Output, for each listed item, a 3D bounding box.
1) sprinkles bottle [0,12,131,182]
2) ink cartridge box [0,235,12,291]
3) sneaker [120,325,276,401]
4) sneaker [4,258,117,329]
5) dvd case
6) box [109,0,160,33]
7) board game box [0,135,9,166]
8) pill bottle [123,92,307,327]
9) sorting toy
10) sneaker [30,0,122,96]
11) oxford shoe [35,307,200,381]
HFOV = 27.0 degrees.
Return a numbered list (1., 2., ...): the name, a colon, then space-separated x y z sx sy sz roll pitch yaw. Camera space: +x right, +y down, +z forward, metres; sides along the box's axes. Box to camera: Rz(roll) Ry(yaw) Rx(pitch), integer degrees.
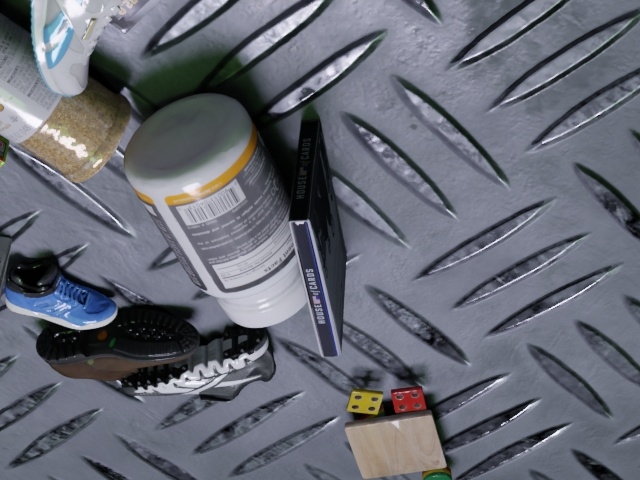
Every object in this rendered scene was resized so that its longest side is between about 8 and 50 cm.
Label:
1. sprinkles bottle: -0.382 -0.202 1.479 0.355 0.121 0.121 34 125 -29
2. ink cartridge box: -0.489 0.083 1.751 0.128 0.127 0.176 12 132 -11
3. sneaker: -0.167 0.194 1.896 0.234 0.078 0.106 -17 129 13
4. sneaker: -0.346 0.069 1.785 0.152 0.058 0.084 13 142 -4
5. dvd case: 0.000 0.000 1.638 0.030 0.179 0.238 -3 134 8
6. box: -0.200 -0.347 1.384 0.183 0.056 0.231 34 126 -29
7. board game box: -0.478 -0.129 1.603 0.181 0.043 0.092 34 124 -30
8. pill bottle: -0.112 -0.030 1.622 0.162 0.162 0.278 -15 133 14
9. sorting toy: 0.112 0.291 2.014 0.132 0.046 0.274 -10 134 10
10. sneaker: -0.251 -0.241 1.388 0.092 0.087 0.228 2 137 -5
11. oxford shoe: -0.272 0.151 1.861 0.227 0.082 0.096 -3 144 13
